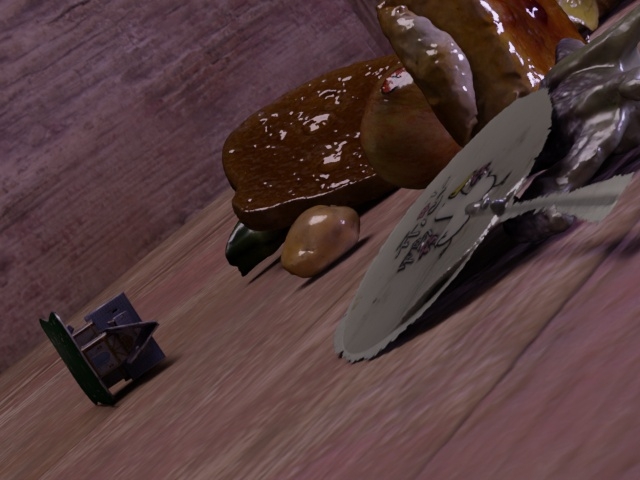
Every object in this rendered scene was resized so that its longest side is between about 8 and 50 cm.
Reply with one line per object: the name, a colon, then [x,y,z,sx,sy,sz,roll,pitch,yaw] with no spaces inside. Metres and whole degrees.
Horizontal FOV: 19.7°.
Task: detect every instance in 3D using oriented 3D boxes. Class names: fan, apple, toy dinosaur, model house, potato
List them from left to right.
model house: [-0.221,0.103,1.924,0.088,0.117,0.167,-34,2,-15]
potato: [0.000,0.000,1.746,0.083,0.062,0.068,-58,-6,-8]
apple: [0.100,-0.107,1.720,0.102,0.126,0.126,13,39,36]
fan: [0.105,-0.020,1.173,0.233,0.012,0.414,-57,11,-13]
toy dinosaur: [0.195,-0.097,1.253,0.162,0.077,0.294,-35,6,28]

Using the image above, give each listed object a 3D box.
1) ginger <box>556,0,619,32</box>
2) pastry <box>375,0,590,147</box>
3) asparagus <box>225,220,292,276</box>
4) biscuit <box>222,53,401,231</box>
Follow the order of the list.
ginger: [0.296,-0.297,2.126,0.216,0.102,0.157,-36,13,-6]
pastry: [0.144,-0.152,1.506,0.100,0.218,0.229,-36,-31,25]
asparagus: [0.004,-0.064,2.109,0.287,0.080,0.080,-34,6,-7]
biscuit: [0.023,-0.112,2.049,0.273,0.049,0.257,-23,33,6]
